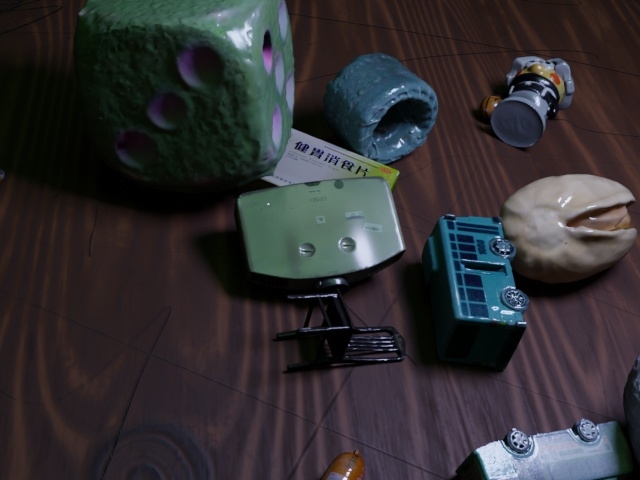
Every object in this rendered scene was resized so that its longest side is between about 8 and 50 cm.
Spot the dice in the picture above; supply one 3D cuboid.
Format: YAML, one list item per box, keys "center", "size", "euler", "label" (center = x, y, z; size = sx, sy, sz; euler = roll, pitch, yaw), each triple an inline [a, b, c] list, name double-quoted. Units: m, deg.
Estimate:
- center: [-0.224, -0.284, 1.648]
  size: [0.322, 0.330, 0.318]
  euler: [2, 35, 9]
  label: "dice"

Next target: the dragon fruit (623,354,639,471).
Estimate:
- center: [0.556, 0.290, 1.406]
  size: [0.283, 0.204, 0.221]
  euler: [31, 4, -21]
  label: "dragon fruit"

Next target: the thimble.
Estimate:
- center: [0.119, -0.256, 1.872]
  size: [0.235, 0.198, 0.143]
  euler: [18, 25, -53]
  label: "thimble"

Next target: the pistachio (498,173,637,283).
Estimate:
- center: [0.459, -0.023, 1.732]
  size: [0.318, 0.214, 0.194]
  euler: [-5, 88, -36]
  label: "pistachio"

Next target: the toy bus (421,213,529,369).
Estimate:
- center: [0.253, 0.078, 1.591]
  size: [0.147, 0.128, 0.256]
  euler: [6, 44, -9]
  label: "toy bus"

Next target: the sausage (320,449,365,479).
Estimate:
- center: [-0.021, 0.392, 1.211]
  size: [0.053, 0.053, 0.348]
  euler: [27, 42, 12]
  label: "sausage"

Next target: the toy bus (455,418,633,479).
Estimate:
- center: [0.329, 0.326, 1.375]
  size: [0.261, 0.091, 0.109]
  euler: [-5, 56, -20]
  label: "toy bus"

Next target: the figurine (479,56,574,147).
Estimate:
- center: [0.460, -0.317, 2.093]
  size: [0.176, 0.133, 0.236]
  euler: [14, 43, 27]
  label: "figurine"

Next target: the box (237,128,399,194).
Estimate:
- center: [-0.002, -0.109, 1.764]
  size: [0.260, 0.062, 0.175]
  euler: [22, 42, 8]
  label: "box"

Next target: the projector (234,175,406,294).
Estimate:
- center: [0.000, 0.000, 1.591]
  size: [0.269, 0.088, 0.194]
  euler: [-8, 67, -11]
  label: "projector"

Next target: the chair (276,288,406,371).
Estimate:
- center: [0.047, 0.138, 1.478]
  size: [0.212, 0.101, 0.084]
  euler: [-3, 45, -19]
  label: "chair"

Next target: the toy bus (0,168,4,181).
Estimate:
- center: [-0.602, -0.160, 1.625]
  size: [0.074, 0.070, 0.162]
  euler: [-21, 50, -24]
  label: "toy bus"
